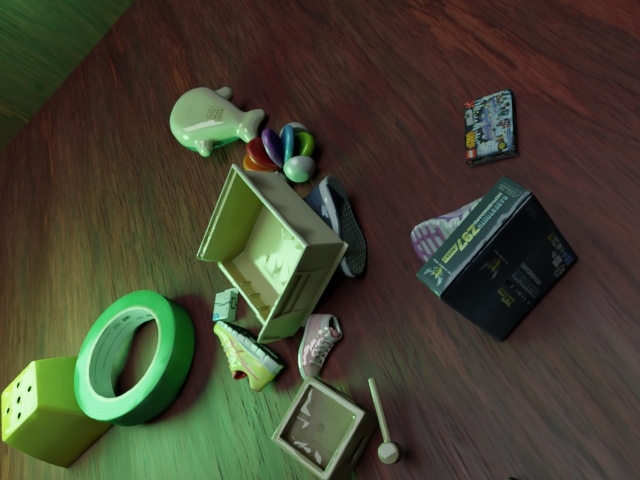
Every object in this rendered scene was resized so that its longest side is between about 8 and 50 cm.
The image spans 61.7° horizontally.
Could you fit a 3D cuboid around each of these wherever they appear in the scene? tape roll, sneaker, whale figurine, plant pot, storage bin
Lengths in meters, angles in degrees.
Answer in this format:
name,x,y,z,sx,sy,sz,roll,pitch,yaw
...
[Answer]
name,x,y,z,sx,sy,sz,roll,pitch,yaw
tape roll,-0.457,0.283,1.313,0.321,0.077,0.321,-16,55,25
sneaker,0.264,-0.025,0.929,0.236,0.104,0.095,-26,96,48
whale figurine,-0.280,-0.321,1.499,0.271,0.141,0.216,10,73,15
sneaker,-0.170,0.242,1.133,0.208,0.081,0.094,29,89,43
plant pot,-0.681,0.423,1.368,0.212,0.187,0.212,-43,49,13
sneaker,0.001,0.000,1.125,0.163,0.086,0.226,-33,59,32
sneaker,0.001,0.203,1.036,0.070,0.051,0.134,-14,55,39
storage bin,-0.111,0.028,1.093,0.262,0.123,0.260,46,122,32

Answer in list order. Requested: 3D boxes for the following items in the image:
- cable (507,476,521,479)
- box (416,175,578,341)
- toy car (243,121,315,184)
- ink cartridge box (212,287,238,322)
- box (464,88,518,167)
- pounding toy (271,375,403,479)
name,x,y,z,sx,sy,sz,roll,pitch,yaw
cable,0.332,0.379,0.629,0.287,0.139,0.072,13,84,45
box,0.267,0.038,0.788,0.183,0.232,0.059,-49,44,7
toy car,-0.104,-0.207,1.273,0.182,0.136,0.159,-26,53,26
ink cartridge box,-0.221,0.148,1.256,0.048,0.028,0.083,-15,59,32
box,0.321,-0.213,1.016,0.093,0.027,0.137,-12,61,35
pounding toy,0.056,0.319,0.913,0.206,0.094,0.181,25,79,34
